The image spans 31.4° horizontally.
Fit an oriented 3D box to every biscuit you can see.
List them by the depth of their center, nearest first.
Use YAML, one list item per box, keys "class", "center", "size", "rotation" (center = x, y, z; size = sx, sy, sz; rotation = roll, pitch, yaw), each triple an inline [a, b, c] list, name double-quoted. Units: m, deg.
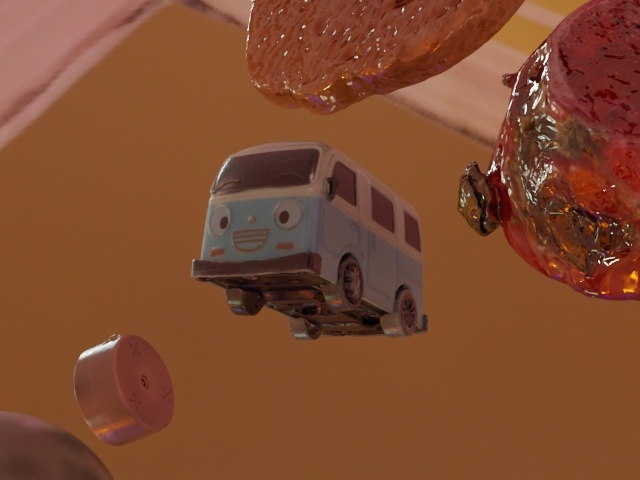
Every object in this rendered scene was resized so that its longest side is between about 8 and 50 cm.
- class: "biscuit"
  center: [0.075, -0.297, 1.253]
  size: [0.455, 0.078, 0.350]
  rotation: [6, -115, 52]

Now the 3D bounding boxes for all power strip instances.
- class: "power strip"
  center: [-0.283, 0.213, 1.641]
  size: [0.078, 0.154, 0.154]
  rotation: [-24, -132, 21]

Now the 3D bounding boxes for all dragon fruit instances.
- class: "dragon fruit"
  center: [0.223, -0.075, 0.703]
  size: [0.282, 0.147, 0.211]
  rotation: [-5, -146, 5]

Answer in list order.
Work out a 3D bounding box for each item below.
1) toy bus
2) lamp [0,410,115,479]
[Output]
- class: "toy bus"
  center: [0.000, 0.000, 1.103]
  size: [0.133, 0.271, 0.165]
  rotation: [-4, -107, 27]
- class: "lamp"
  center: [-0.120, 0.112, 0.407]
  size: [0.105, 0.105, 0.105]
  rotation: [-6, -128, 8]
